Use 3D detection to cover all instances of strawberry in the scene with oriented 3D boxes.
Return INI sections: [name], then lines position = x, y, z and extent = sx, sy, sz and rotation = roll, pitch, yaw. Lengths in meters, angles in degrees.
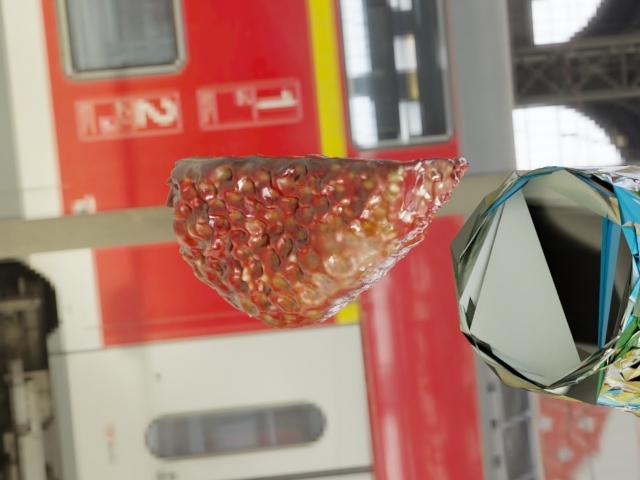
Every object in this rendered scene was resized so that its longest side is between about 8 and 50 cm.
[strawberry]
position = -0.007, 0.000, 0.881
extent = 0.236, 0.175, 0.106
rotation = -135, -135, -86

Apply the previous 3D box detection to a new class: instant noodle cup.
[instant noodle cup]
position = 0.238, 0.037, 1.177
extent = 0.240, 0.178, 0.240
rotation = -11, -104, 49
